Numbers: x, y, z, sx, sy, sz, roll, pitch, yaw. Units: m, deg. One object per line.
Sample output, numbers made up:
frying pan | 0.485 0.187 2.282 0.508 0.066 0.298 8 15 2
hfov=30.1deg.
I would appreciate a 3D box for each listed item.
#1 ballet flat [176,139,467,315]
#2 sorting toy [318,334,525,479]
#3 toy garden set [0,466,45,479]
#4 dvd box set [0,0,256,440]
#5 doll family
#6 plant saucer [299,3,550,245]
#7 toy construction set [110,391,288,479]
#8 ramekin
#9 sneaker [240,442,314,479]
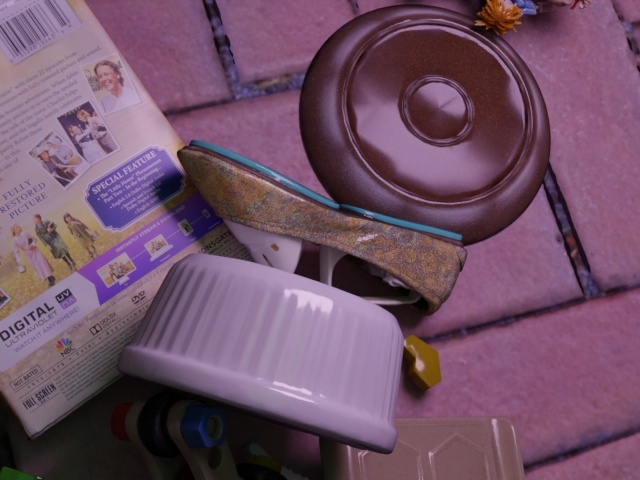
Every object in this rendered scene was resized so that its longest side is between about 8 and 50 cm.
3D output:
ballet flat | 0.000 0.000 1.249 0.348 0.123 0.123 19 69 -27
sorting toy | 0.109 0.247 1.264 0.229 0.041 0.307 2 68 -23
toy garden set | -0.414 0.294 1.135 0.244 0.049 0.204 18 69 -8
dvd box set | -0.292 -0.053 1.225 0.307 0.062 0.420 -36 92 -22
doll family | 0.200 -0.326 1.427 0.263 0.118 0.163 27 44 -8
plant saucer | 0.132 -0.145 1.392 0.310 0.050 0.311 3 74 -12
toy construction set | -0.141 0.304 1.103 0.309 0.237 0.257 -24 55 21
ramekin | -0.045 0.105 1.129 0.273 0.273 0.127 19 80 -7
sneaker | -0.026 0.266 1.232 0.061 0.053 0.152 -38 91 -29
